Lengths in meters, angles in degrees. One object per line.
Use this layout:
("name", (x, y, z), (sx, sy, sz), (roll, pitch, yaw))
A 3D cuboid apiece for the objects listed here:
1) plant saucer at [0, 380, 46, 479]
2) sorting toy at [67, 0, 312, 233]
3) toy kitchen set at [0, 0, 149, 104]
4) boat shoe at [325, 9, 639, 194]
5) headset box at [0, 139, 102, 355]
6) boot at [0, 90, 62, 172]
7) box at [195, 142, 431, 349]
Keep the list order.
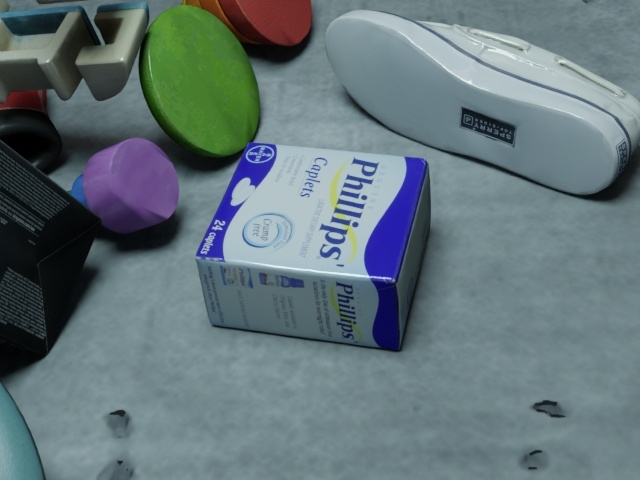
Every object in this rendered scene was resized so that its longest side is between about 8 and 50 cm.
("plant saucer", (-0.296, 0.153, 0.483), (0.317, 0.044, 0.318), (7, 59, -13))
("sorting toy", (-0.129, -0.135, 0.849), (0.126, 0.127, 0.365), (-15, 37, 36))
("toy kitchen set", (-0.239, -0.201, 0.729), (0.207, 0.166, 0.122), (-1, 53, 14))
("boat shoe", (0.130, -0.128, 0.789), (0.267, 0.096, 0.088), (24, 47, 27))
("headset box", (-0.331, -0.036, 0.645), (0.293, 0.218, 0.110), (14, 74, 21))
("boot", (-0.345, -0.089, 0.816), (0.244, 0.088, 0.176), (-14, 45, -13))
("box", (0.000, 0.000, 0.685), (0.137, 0.072, 0.126), (6, 45, 13))
